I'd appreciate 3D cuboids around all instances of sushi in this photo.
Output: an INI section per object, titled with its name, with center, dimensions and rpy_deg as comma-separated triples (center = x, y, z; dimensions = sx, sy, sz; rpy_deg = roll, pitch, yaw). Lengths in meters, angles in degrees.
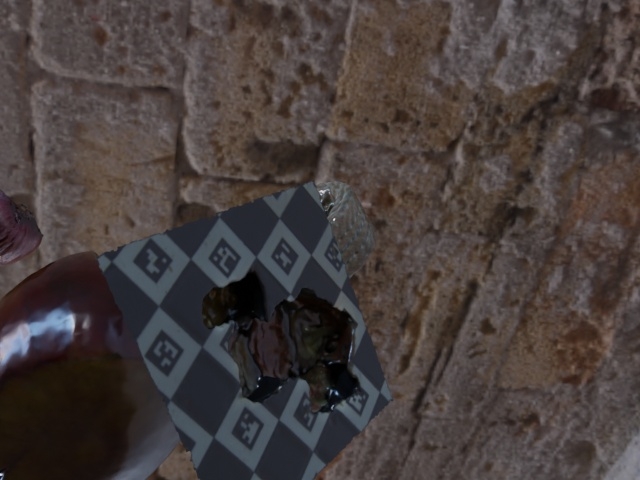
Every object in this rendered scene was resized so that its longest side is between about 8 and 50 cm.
[sushi]
center = -0.067, 0.108, 0.711
dimensions = 0.059, 0.292, 0.293
rpy_deg = -14, 99, 41

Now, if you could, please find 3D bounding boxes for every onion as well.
[onion]
center = -0.729, -0.019, 1.438
dimensions = 0.227, 0.284, 0.120
rpy_deg = 56, -139, -38

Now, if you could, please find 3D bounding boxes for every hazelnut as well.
[hazelnut]
center = -0.394, 0.235, 1.162
dimensions = 0.429, 0.402, 0.402
rpy_deg = -60, 16, 11

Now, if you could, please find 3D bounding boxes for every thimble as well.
[thimble]
center = 0.006, -0.004, 1.451
dimensions = 0.148, 0.196, 0.229
rpy_deg = 54, -146, -30
